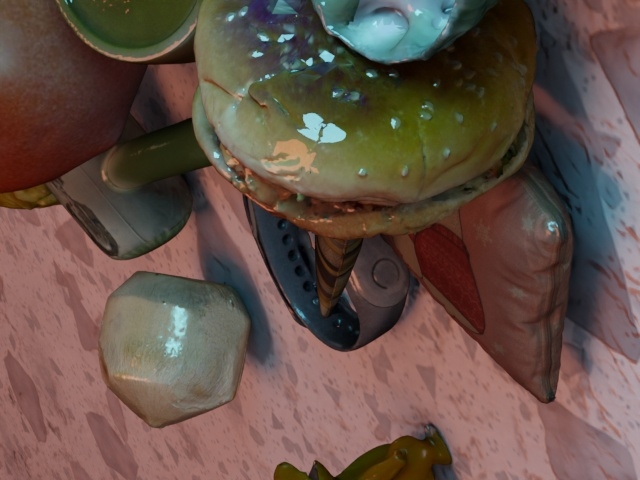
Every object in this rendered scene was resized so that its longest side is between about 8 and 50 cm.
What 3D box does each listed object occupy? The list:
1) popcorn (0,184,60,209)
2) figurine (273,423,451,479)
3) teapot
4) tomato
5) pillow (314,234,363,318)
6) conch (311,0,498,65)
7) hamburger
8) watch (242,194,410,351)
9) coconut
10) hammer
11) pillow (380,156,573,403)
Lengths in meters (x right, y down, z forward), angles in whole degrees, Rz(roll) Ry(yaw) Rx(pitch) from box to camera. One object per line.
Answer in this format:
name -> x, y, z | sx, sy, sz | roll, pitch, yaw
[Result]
popcorn -> -0.333, -0.127, 2.144 | 0.204, 0.183, 0.221 | 41, 167, -33
figurine -> 0.039, 0.250, 1.772 | 0.121, 0.176, 0.122 | 120, 137, -64
teapot -> -0.095, -0.238, 1.576 | 0.268, 0.175, 0.185 | 16, 109, 30
tomato -> -0.302, -0.195, 1.744 | 0.321, 0.321, 0.321 | 45, 151, 35
pillow -> 0.020, -0.079, 1.529 | 0.212, 0.052, 0.208 | 107, 169, -55
conch -> 0.102, -0.222, 1.173 | 0.277, 0.195, 0.220 | 1, 87, 30
hamburger -> 0.032, -0.124, 1.341 | 0.146, 0.243, 0.286 | 92, -177, -47
watch -> 0.000, 0.000, 1.738 | 0.206, 0.068, 0.193 | 62, 156, -3
coconut -> -0.154, 0.118, 2.036 | 0.161, 0.161, 0.162 | 10, 90, 61
hammer -> -0.167, -0.090, 1.917 | 0.206, 0.119, 0.335 | 50, 150, -18
pillow -> 0.116, -0.012, 1.464 | 0.236, 0.084, 0.223 | 53, 157, 37
